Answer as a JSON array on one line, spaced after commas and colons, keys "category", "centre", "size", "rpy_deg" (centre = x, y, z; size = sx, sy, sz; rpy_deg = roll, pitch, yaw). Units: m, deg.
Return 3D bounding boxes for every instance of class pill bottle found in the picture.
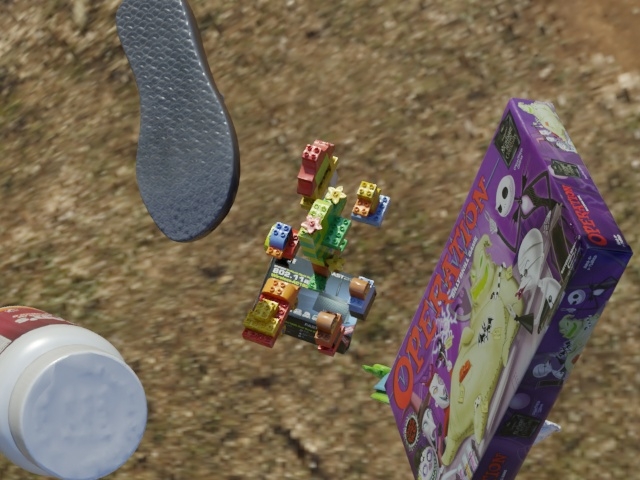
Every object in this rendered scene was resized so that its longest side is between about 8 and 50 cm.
[{"category": "pill bottle", "centre": [-0.223, 0.123, 1.252], "size": [0.121, 0.221, 0.121], "rpy_deg": [-2, 95, -26]}]

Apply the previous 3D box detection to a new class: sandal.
[{"category": "sandal", "centre": [-0.125, -0.118, 1.430], "size": [0.097, 0.054, 0.255], "rpy_deg": [-15, 71, 14]}]

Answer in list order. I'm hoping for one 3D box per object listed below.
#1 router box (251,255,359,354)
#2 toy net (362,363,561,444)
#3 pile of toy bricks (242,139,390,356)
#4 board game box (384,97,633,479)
[{"category": "router box", "centre": [-0.012, 0.072, 1.816], "size": [0.122, 0.038, 0.092], "rpy_deg": [19, 47, 0]}, {"category": "toy net", "centre": [0.161, 0.196, 1.764], "size": [0.232, 0.122, 0.045], "rpy_deg": [21, 81, -14]}, {"category": "pile of toy bricks", "centre": [0.000, 0.000, 1.477], "size": [0.118, 0.105, 0.212], "rpy_deg": [16, 64, 18]}, {"category": "board game box", "centre": [0.150, 0.076, 1.339], "size": [0.056, 0.347, 0.208], "rpy_deg": [9, 36, -16]}]
